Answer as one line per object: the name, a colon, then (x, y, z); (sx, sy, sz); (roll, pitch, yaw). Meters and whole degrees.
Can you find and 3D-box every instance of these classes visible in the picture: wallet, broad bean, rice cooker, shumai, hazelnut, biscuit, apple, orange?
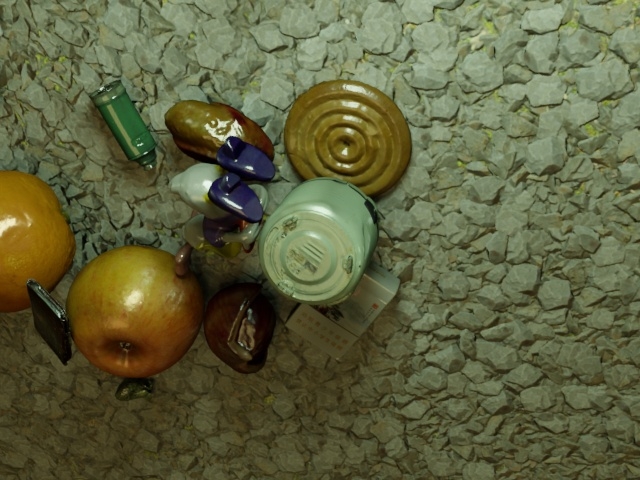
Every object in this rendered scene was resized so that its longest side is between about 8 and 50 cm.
wallet: (-0.556, 0.169, 1.877); (0.122, 0.031, 0.232); (44, 150, 13)
broad bean: (-0.199, -0.203, 1.798); (0.228, 0.156, 0.122); (30, 80, 4)
rice cooker: (0.000, 0.000, 1.762); (0.226, 0.244, 0.226); (4, 113, 9)
shumai: (-0.452, 0.371, 2.220); (0.080, 0.082, 0.083); (41, 142, -12)
hazelnut: (-0.167, 0.192, 1.990); (0.161, 0.170, 0.201); (1, 133, 41)
biscuit: (0.050, -0.192, 1.788); (0.262, 0.037, 0.262); (7, 121, 11)
apple: (-0.404, 0.159, 1.972); (0.299, 0.275, 0.299); (4, 122, 6)
orange: (-0.674, 0.001, 1.929); (0.312, 0.312, 0.312); (6, 120, 11)

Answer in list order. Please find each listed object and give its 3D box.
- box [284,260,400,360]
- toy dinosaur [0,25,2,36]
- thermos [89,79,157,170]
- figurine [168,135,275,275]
box: (0.046, 0.135, 1.959); (0.149, 0.067, 0.233); (33, 122, -7)
toy dinosaur: (-0.719, -0.487, 1.777); (0.194, 0.152, 0.177); (-1, 130, -33)
thermos: (-0.399, -0.228, 1.860); (0.083, 0.073, 0.187); (-18, 113, 22)
figurine: (-0.205, -0.053, 1.762); (0.193, 0.154, 0.421); (16, 154, -2)
